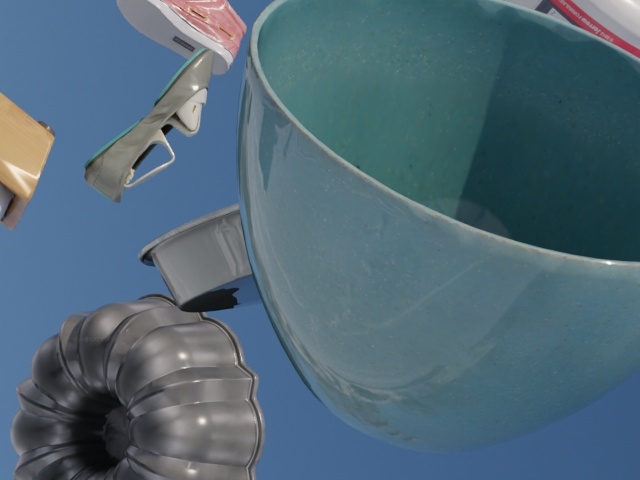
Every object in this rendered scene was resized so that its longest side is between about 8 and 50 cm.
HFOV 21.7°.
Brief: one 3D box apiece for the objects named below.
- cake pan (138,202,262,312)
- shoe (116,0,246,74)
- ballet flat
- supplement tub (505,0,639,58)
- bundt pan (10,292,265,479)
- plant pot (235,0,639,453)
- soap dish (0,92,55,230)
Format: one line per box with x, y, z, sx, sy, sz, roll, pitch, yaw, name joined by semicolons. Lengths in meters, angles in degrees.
0.000;0.000;1.358;0.293;0.293;0.054;-25;-103;54;cake pan
-0.182;-0.298;2.211;0.063;0.178;0.081;-37;-155;52;shoe
-0.178;-0.126;1.900;0.068;0.213;0.072;42;-15;5;ballet flat
0.186;-0.150;1.501;0.272;0.191;0.191;-50;-135;27;supplement tub
-0.228;0.218;1.907;0.331;0.124;0.330;-6;-101;34;bundt pan
0.077;0.005;0.953;0.290;0.290;0.195;56;-43;45;plant pot
-0.411;-0.115;1.869;0.118;0.229;0.291;-53;-172;-13;soap dish
